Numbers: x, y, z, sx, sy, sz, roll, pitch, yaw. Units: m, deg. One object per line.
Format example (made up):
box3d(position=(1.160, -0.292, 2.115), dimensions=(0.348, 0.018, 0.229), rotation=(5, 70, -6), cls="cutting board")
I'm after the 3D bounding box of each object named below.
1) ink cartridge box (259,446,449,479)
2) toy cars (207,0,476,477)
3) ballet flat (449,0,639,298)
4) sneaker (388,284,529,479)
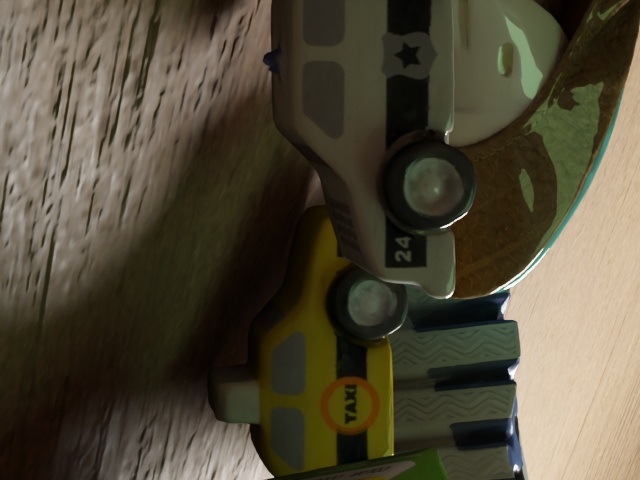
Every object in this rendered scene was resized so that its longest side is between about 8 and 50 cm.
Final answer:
box3d(position=(-0.078, 0.183, 0.789), dimensions=(0.255, 0.097, 0.189), rotation=(-23, -178, -37), cls="ink cartridge box")
box3d(position=(0.000, 0.000, 0.862), dimensions=(0.393, 0.087, 0.176), rotation=(97, -12, -46), cls="toy cars")
box3d(position=(0.110, -0.142, 0.958), dimensions=(0.124, 0.116, 0.342), rotation=(31, 87, -50), cls="ballet flat")
box3d(position=(0.069, 0.167, 1.110), dimensions=(0.182, 0.127, 0.315), rotation=(70, 19, -76), cls="sneaker")
